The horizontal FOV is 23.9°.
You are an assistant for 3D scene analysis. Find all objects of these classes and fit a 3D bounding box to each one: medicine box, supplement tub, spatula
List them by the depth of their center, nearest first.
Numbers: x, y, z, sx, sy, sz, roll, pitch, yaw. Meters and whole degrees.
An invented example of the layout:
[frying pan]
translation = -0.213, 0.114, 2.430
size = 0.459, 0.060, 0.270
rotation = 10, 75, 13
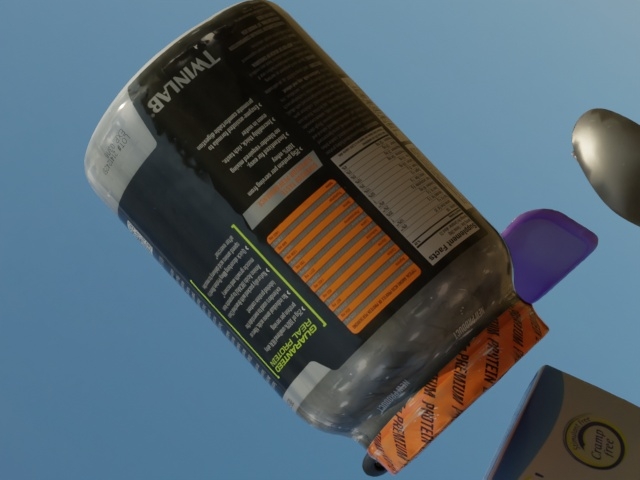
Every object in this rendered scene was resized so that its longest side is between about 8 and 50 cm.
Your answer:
[supplement tub]
translation = 0.000, 0.000, 1.072
size = 0.316, 0.193, 0.193
rotation = 48, -154, 8
[medicine box]
translation = 0.148, 0.291, 1.120
size = 0.149, 0.289, 0.263
rotation = 26, -134, 9
[spatula]
translation = 0.128, 0.094, 1.337
size = 0.084, 0.296, 0.030
rotation = 30, -169, -27

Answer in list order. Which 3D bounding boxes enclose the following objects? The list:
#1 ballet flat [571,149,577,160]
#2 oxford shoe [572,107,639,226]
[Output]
[ballet flat]
translation = 0.302, -0.063, 1.495
size = 0.114, 0.041, 0.041
rotation = 12, -158, 12
[oxford shoe]
translation = 0.318, -0.042, 1.388
size = 0.212, 0.076, 0.076
rotation = 45, -157, 21
